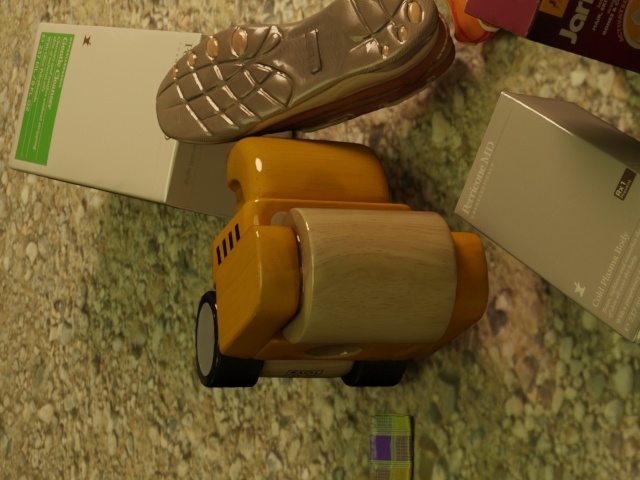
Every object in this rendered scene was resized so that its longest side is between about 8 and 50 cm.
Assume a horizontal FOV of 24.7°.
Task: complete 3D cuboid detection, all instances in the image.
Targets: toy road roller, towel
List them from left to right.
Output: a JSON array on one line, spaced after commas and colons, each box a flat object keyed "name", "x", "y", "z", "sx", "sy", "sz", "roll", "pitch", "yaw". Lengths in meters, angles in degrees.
[{"name": "toy road roller", "x": 0.000, "y": 0.000, "z": 1.352, "sx": 0.329, "sy": 0.203, "sz": 0.240, "roll": 137, "pitch": 132, "yaw": -66}, {"name": "towel", "x": 0.069, "y": 0.213, "z": 1.447, "sx": 0.060, "sy": 0.009, "sz": 0.083, "roll": -4, "pitch": 81, "yaw": 50}]

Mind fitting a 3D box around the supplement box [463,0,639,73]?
[{"name": "supplement box", "x": 0.222, "y": -0.205, "z": 1.198, "sx": 0.081, "sy": 0.188, "sz": 0.104, "roll": 36, "pitch": 111, "yaw": 46}]

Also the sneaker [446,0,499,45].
[{"name": "sneaker", "x": 0.135, "y": -0.272, "z": 1.413, "sx": 0.067, "sy": 0.064, "sz": 0.175, "roll": -31, "pitch": 58, "yaw": 54}]

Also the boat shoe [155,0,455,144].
[{"name": "boat shoe", "x": -0.014, "y": -0.155, "z": 1.455, "sx": 0.324, "sy": 0.116, "sz": 0.123, "roll": -12, "pitch": 67, "yaw": 27}]

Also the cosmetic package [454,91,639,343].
[{"name": "cosmetic package", "x": 0.234, "y": -0.022, "z": 1.222, "sx": 0.238, "sy": 0.107, "sz": 0.127, "roll": 36, "pitch": 115, "yaw": 44}]

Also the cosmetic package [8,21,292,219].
[{"name": "cosmetic package", "x": -0.201, "y": -0.143, "z": 1.717, "sx": 0.366, "sy": 0.155, "sz": 0.196, "roll": 11, "pitch": 89, "yaw": 51}]
